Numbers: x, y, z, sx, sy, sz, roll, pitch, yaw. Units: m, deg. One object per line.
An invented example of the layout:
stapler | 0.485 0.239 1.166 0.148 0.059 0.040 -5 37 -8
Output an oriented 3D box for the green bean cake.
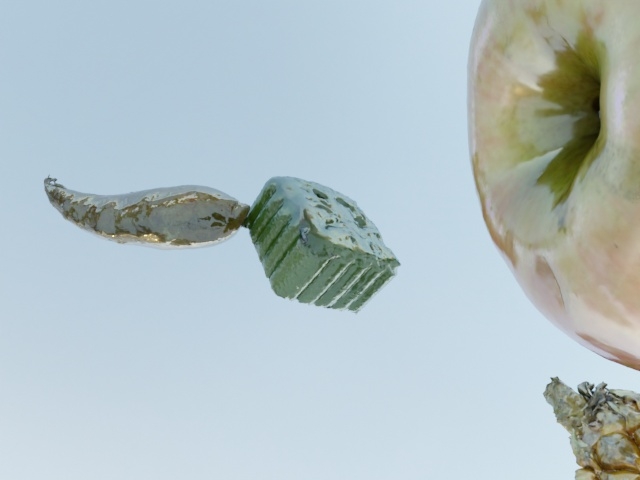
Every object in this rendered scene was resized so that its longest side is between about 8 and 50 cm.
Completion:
green bean cake | 0.000 0.000 1.022 0.247 0.250 0.156 17 -57 -39

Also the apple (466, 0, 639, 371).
apple | 0.297 -0.104 0.378 0.347 0.391 0.391 -7 -77 -11

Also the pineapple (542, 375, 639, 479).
pineapple | 0.428 0.223 0.609 0.344 0.286 0.209 6 -53 -48

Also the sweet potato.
sweet potato | -0.342 -0.050 1.019 0.423 0.130 0.130 5 -81 8
